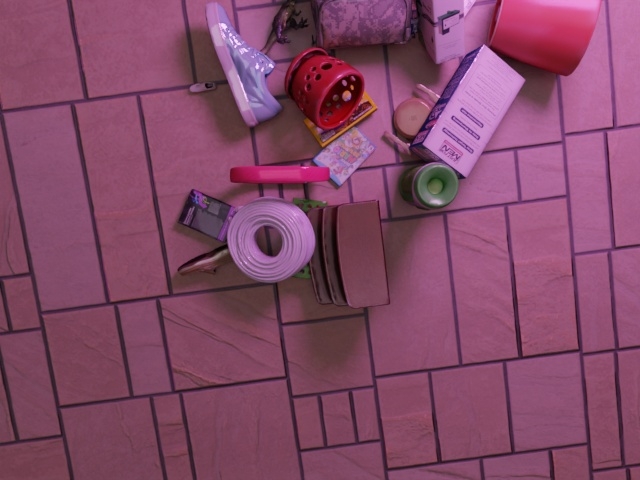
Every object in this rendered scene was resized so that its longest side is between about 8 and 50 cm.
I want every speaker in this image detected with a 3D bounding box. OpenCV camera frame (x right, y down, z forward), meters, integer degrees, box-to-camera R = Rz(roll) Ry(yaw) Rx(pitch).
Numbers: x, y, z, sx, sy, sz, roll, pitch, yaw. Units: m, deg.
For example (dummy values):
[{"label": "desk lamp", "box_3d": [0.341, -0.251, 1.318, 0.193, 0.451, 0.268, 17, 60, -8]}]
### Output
[{"label": "speaker", "box_3d": [0.302, -0.155, 1.498, 0.131, 0.296, 0.131, 0, 96, 0]}]

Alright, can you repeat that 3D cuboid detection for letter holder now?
[{"label": "letter holder", "box_3d": [0.072, 0.043, 1.547, 0.215, 0.152, 0.301, -7, 93, -3]}]

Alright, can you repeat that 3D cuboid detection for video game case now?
[{"label": "video game case", "box_3d": [0.074, -0.268, 1.626, 0.119, 0.015, 0.166, 43, 94, -5]}]

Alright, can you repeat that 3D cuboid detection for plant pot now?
[{"label": "plant pot", "box_3d": [0.002, -0.440, 1.509, 0.174, 0.191, 0.191, 41, 95, 24]}, {"label": "plant pot", "box_3d": [0.617, -0.624, 1.485, 0.243, 0.275, 0.274, 12, 96, 8]}]

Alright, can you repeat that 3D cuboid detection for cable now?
[{"label": "cable", "box_3d": [-0.149, -0.003, 1.557, 0.257, 0.089, 0.256, -18, 94, 17]}]

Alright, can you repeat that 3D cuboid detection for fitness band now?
[{"label": "fitness band", "box_3d": [-0.118, -0.191, 1.535, 0.291, 0.209, 0.054, -1, 97, 0]}]

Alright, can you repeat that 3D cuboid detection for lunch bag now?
[{"label": "lunch bag", "box_3d": [0.116, -0.683, 1.495, 0.306, 0.212, 0.255, -5, 112, 1]}]

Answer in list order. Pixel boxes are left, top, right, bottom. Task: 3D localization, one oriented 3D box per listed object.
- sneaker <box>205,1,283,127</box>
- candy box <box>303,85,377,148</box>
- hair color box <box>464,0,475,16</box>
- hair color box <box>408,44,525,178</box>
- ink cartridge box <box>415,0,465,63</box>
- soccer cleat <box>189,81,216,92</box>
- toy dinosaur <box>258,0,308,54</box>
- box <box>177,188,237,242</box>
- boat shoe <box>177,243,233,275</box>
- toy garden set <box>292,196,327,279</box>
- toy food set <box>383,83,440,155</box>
[{"label": "sneaker", "box_3d": [-0.215, -0.528, 1.544, 0.150, 0.135, 0.365, -21, 107, 1]}, {"label": "candy box", "box_3d": [0.060, -0.382, 1.599, 0.206, 0.027, 0.105, -36, 81, 3]}, {"label": "hair color box", "box_3d": [0.376, -0.734, 1.560, 0.167, 0.053, 0.093, 35, 94, -3]}, {"label": "hair color box", "box_3d": [0.426, -0.368, 1.532, 0.174, 0.105, 0.347, 34, 84, -14]}, {"label": "ink cartridge box", "box_3d": [0.331, -0.637, 1.464, 0.093, 0.160, 0.219, -18, 139, 2]}, {"label": "soccer cleat", "box_3d": [-0.357, -0.466, 1.590, 0.083, 0.035, 0.029, -6, 96, 0]}, {"label": "toy dinosaur", "box_3d": [-0.110, -0.632, 1.552, 0.118, 0.064, 0.268, 40, 101, 36]}, {"label": "box", "box_3d": [-0.348, -0.077, 1.636, 0.162, 0.029, 0.116, 24, 95, -4]}, {"label": "boat shoe", "box_3d": [-0.348, 0.078, 1.637, 0.190, 0.068, 0.072, -22, 107, 2]}, {"label": "toy garden set", "box_3d": [0.000, 0.000, 1.638, 0.204, 0.049, 0.244, 7, 91, -5]}, {"label": "toy food set", "box_3d": [0.290, -0.371, 1.611, 0.132, 0.038, 0.192, 36, 100, 3]}]
